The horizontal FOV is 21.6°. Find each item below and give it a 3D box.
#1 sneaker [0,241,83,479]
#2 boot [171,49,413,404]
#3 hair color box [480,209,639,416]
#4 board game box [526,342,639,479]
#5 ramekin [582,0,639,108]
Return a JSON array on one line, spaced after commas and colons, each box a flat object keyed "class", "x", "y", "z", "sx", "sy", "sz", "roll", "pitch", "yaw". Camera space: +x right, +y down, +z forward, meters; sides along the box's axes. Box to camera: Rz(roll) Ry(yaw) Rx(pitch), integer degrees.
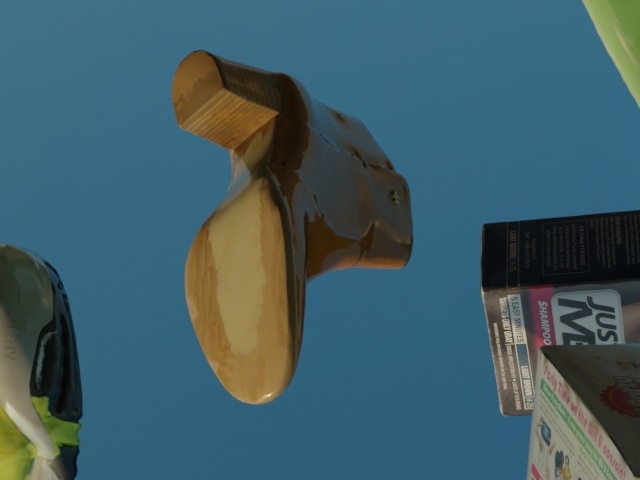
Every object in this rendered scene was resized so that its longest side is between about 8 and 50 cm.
[{"class": "sneaker", "x": -0.238, "y": 0.147, "z": 0.746, "sx": 0.384, "sy": 0.147, "sz": 0.145, "roll": -50, "pitch": -141, "yaw": 25}, {"class": "boot", "x": -0.001, "y": 0.000, "z": 1.246, "sx": 0.104, "sy": 0.211, "sz": 0.295, "roll": -32, "pitch": -125, "yaw": 32}, {"class": "hair color box", "x": 0.335, "y": 0.064, "z": 1.598, "sx": 0.347, "sy": 0.174, "sz": 0.105, "roll": -5, "pitch": -141, "yaw": 11}, {"class": "board game box", "x": 0.204, "y": 0.249, "z": 1.131, "sx": 0.097, "sy": 0.303, "sz": 0.224, "roll": 0, "pitch": -163, "yaw": -8}, {"class": "ramekin", "x": 0.160, "y": -0.164, "z": 0.580, "sx": 0.148, "sy": 0.303, "sz": 0.303, "roll": -23, "pitch": -141, "yaw": 3}]
